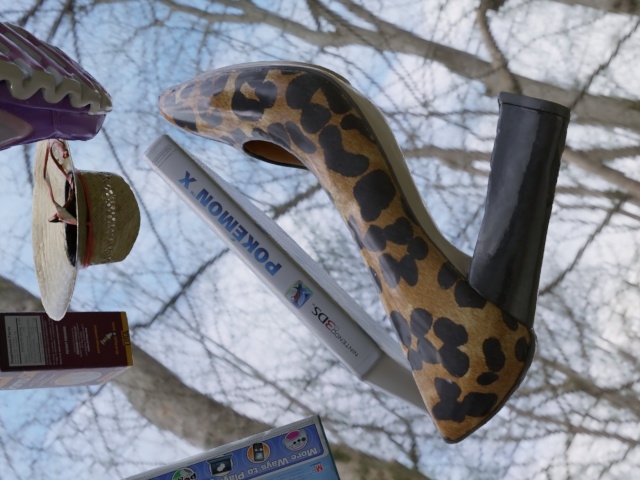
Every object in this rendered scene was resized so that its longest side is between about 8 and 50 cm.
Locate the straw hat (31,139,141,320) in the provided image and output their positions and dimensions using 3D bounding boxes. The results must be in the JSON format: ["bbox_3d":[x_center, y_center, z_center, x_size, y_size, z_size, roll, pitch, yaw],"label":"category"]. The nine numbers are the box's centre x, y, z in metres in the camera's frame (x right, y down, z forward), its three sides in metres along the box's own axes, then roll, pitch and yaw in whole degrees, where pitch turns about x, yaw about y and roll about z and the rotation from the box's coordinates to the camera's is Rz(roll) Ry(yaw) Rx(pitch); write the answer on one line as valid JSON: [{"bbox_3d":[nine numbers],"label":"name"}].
[{"bbox_3d":[-0.162,-0.016,0.823,0.061,0.144,0.144,-2,-68,-27],"label":"straw hat"}]

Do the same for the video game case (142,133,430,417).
[{"bbox_3d":[-0.009,0.048,1.136,0.036,0.300,0.329,-46,-22,1],"label":"video game case"}]

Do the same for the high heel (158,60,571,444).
[{"bbox_3d":[0.000,0.000,0.647,0.093,0.261,0.186,14,-93,-63],"label":"high heel"}]

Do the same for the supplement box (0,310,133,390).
[{"bbox_3d":[-0.357,0.146,1.525,0.188,0.104,0.081,1,-112,-36],"label":"supplement box"}]

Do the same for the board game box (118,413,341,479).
[{"bbox_3d":[-0.099,0.424,1.572,0.308,0.302,0.086,-18,-41,-3],"label":"board game box"}]

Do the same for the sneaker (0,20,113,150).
[{"bbox_3d":[-0.218,-0.063,0.586,0.236,0.095,0.105,-2,-62,-46],"label":"sneaker"}]
